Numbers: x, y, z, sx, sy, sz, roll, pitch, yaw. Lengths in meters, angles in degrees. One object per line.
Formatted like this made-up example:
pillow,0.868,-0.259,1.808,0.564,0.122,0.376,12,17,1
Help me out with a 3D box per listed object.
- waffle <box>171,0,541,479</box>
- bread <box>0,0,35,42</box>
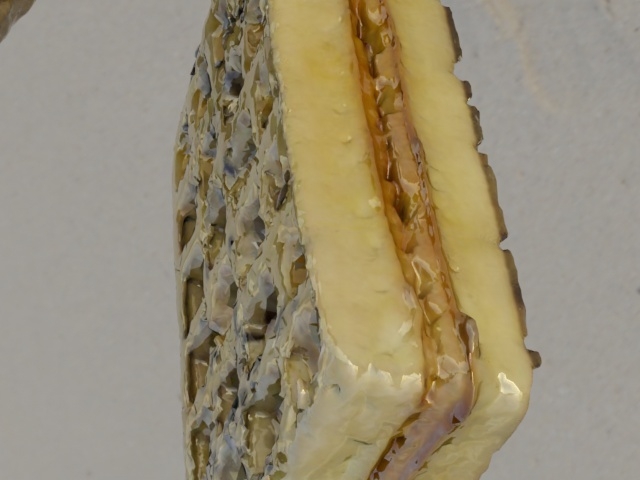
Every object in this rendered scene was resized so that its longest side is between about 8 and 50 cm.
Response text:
waffle,0.001,0.000,0.784,0.114,0.376,0.261,8,136,-17
bread,-0.294,-0.161,0.980,0.230,0.230,0.123,-17,126,45
